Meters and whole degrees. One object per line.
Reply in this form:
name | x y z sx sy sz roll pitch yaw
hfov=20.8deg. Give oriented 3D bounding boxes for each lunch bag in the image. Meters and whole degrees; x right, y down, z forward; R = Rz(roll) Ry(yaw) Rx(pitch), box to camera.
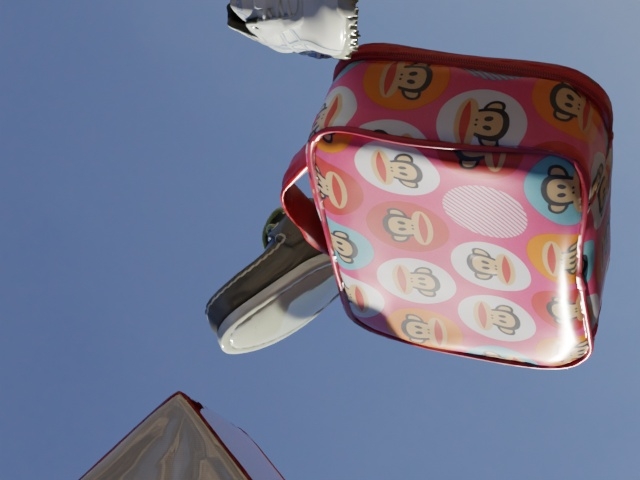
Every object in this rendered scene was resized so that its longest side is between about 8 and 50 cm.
lunch bag | 0.097 -0.022 1.374 0.293 0.258 0.120 79 -157 -53

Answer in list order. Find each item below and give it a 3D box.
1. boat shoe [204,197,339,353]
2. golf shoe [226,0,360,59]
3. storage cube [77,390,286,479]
boat shoe | -0.001 0.003 1.696 0.305 0.109 0.091 -34 -112 -28
golf shoe | -0.020 -0.163 1.248 0.086 0.069 0.176 3 176 -14
storage cube | -0.081 0.232 1.097 0.215 0.184 0.193 51 178 16
